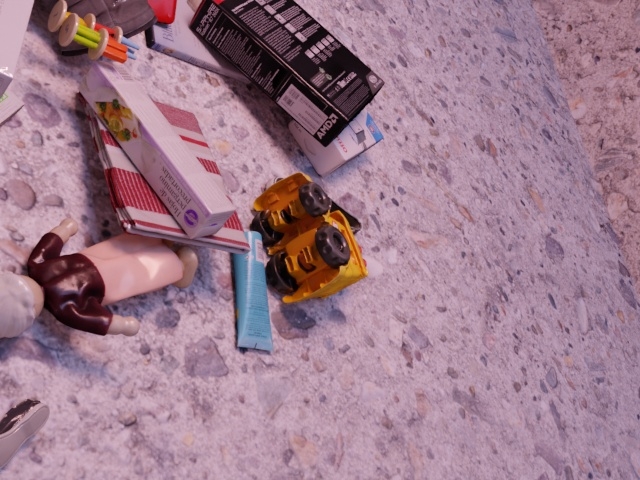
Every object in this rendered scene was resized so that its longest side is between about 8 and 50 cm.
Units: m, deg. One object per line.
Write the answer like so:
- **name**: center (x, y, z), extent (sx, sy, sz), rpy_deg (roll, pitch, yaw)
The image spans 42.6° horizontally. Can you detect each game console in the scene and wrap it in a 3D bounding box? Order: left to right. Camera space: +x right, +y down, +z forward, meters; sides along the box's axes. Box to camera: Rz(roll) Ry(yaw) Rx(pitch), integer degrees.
- **game console**: center (-0.350, -0.478, 1.554), extent (0.144, 0.085, 0.124), rpy_deg (6, 91, -29)

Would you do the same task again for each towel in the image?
- **towel**: center (-0.258, -0.118, 1.350), extent (0.237, 0.037, 0.329), rpy_deg (12, 41, -43)

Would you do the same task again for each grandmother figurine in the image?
- **grandmother figurine**: center (-0.333, 0.061, 1.169), extent (0.208, 0.104, 0.342), rpy_deg (42, 34, 24)

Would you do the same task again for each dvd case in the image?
- **dvd case**: center (-0.247, -0.427, 1.653), extent (0.253, 0.022, 0.180), rpy_deg (12, 57, -44)

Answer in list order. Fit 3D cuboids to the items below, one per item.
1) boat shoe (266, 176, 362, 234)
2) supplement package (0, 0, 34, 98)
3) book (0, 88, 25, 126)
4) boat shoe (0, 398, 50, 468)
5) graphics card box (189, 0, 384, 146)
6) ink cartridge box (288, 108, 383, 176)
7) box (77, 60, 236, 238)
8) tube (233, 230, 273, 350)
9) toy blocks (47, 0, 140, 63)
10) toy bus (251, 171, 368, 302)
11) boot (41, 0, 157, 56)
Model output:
- **boat shoe**: center (-0.010, -0.071, 1.638), extent (0.219, 0.070, 0.078), rpy_deg (31, 45, -32)
- **supplement package**: center (-0.520, -0.308, 1.120), extent (0.204, 0.145, 0.262), rpy_deg (24, 43, -31)
- **book**: center (-0.519, -0.225, 1.203), extent (0.144, 0.035, 0.096), rpy_deg (43, 38, -15)
- **boat shoe**: center (-0.392, 0.241, 1.018), extent (0.125, 0.038, 0.046), rpy_deg (-49, 146, -46)
- **graphics card box**: center (-0.060, -0.380, 1.684), extent (0.371, 0.094, 0.233), rpy_deg (40, 37, -2)
- **ink cartridge box**: center (0.036, -0.239, 1.798), extent (0.140, 0.082, 0.190), rpy_deg (57, 36, -3)
- **box**: center (-0.258, -0.146, 1.281), extent (0.324, 0.063, 0.067), rpy_deg (51, 30, 13)
- **tube**: center (-0.119, 0.087, 1.428), extent (0.080, 0.052, 0.207), rpy_deg (11, 62, -39)
- **toy blocks**: center (-0.342, -0.314, 1.298), extent (0.148, 0.054, 0.123), rpy_deg (19, 19, -41)
- **toy bus**: center (0.000, 0.000, 1.548), extent (0.211, 0.149, 0.220), rpy_deg (6, 59, -56)
- **boot**: center (-0.437, -0.397, 1.320), extent (0.338, 0.118, 0.223), rpy_deg (-19, 120, -18)
